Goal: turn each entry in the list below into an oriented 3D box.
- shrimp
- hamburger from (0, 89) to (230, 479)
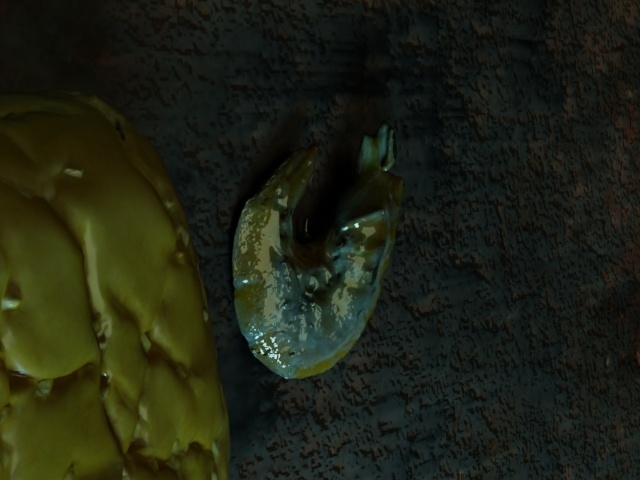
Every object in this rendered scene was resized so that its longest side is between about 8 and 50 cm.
[{"bbox_3d":[0.003,0.001,0.839,0.132,0.051,0.188,39,67,-47],"label":"shrimp"},{"bbox_3d":[-0.151,0.092,0.534,0.318,0.158,0.319,-4,90,-65],"label":"hamburger"}]
